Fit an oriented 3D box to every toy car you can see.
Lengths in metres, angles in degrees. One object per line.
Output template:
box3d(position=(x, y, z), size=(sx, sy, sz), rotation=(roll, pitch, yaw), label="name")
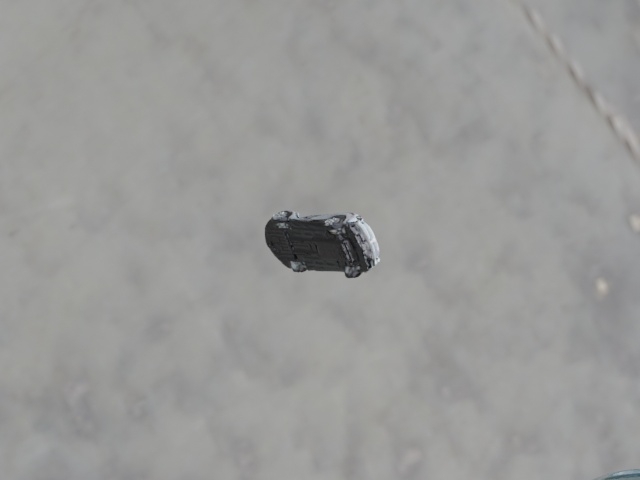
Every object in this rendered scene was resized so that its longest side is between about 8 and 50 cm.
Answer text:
box3d(position=(0.000, 0.000, 1.283), size=(0.025, 0.093, 0.041), rotation=(-36, 117, -34), label="toy car")

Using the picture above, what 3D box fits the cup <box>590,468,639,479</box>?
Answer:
box3d(position=(0.198, 0.217, 1.167), size=(0.173, 0.299, 0.167), rotation=(61, 25, -81), label="cup")
